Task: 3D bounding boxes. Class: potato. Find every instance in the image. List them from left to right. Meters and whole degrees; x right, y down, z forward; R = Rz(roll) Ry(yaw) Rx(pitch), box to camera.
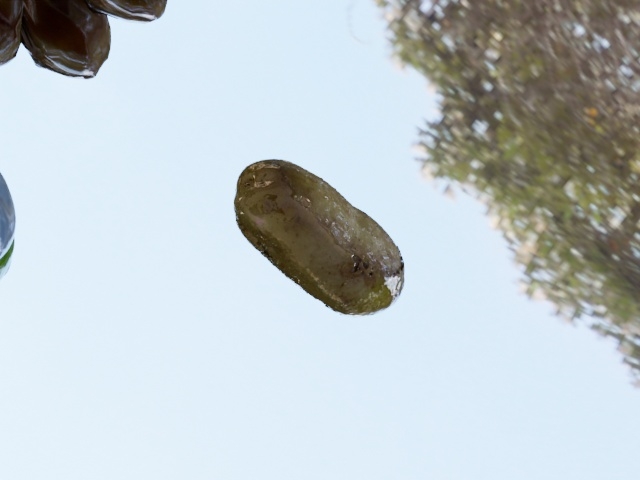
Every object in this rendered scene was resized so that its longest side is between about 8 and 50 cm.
[{"bbox_3d":[0.000,0.000,1.409,0.080,0.170,0.107,-43,-156,15],"label":"potato"}]

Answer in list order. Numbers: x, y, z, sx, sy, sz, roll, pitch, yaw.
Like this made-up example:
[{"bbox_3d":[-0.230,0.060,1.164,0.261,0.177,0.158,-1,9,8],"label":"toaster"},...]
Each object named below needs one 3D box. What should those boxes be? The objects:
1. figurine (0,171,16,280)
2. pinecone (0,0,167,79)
[{"bbox_3d":[-0.334,-0.043,1.250,0.143,0.162,0.263,-38,-68,19],"label":"figurine"},{"bbox_3d":[-0.092,-0.177,0.488,0.264,0.264,0.264,-4,-101,22],"label":"pinecone"}]
